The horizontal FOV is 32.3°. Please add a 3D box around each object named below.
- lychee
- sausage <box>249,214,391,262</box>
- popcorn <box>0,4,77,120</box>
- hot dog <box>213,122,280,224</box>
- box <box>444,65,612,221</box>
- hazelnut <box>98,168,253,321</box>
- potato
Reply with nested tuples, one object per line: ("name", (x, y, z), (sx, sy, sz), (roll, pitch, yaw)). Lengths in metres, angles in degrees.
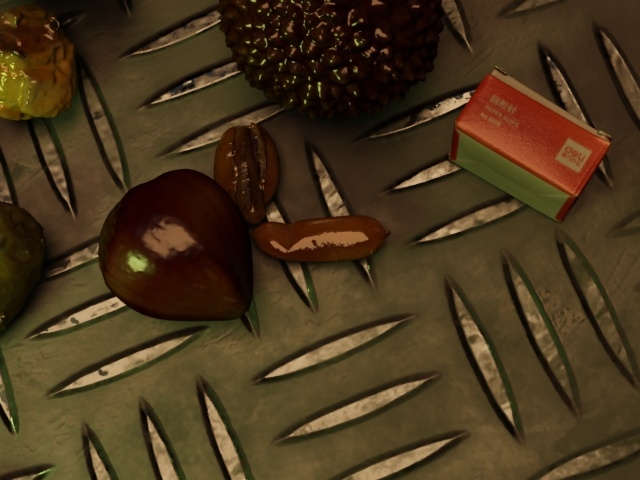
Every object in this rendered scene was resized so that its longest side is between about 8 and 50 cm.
("lychee", (0.009, -0.300, 1.382), (0.306, 0.330, 0.306), (3, 107, 8))
("sausage", (0.000, 0.000, 1.429), (0.183, 0.054, 0.062), (-5, 44, 5))
("popcorn", (-0.397, -0.235, 1.474), (0.148, 0.152, 0.167), (-11, 73, -27))
("hot dog", (-0.099, -0.088, 1.454), (0.090, 0.060, 0.140), (1, 80, 9))
("box", (0.260, -0.119, 1.398), (0.182, 0.133, 0.099), (32, 78, 12))
("hazelnut", (-0.166, 0.022, 1.367), (0.208, 0.208, 0.208), (-1, 77, 4))
("potato", (-0.455, 0.060, 1.419), (0.149, 0.113, 0.251), (36, 90, 3))
